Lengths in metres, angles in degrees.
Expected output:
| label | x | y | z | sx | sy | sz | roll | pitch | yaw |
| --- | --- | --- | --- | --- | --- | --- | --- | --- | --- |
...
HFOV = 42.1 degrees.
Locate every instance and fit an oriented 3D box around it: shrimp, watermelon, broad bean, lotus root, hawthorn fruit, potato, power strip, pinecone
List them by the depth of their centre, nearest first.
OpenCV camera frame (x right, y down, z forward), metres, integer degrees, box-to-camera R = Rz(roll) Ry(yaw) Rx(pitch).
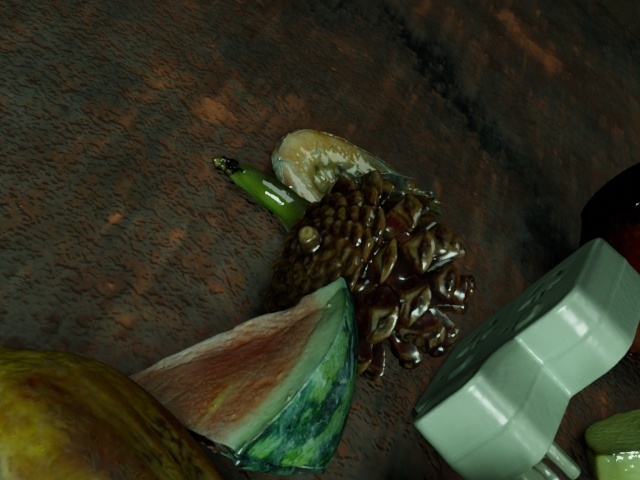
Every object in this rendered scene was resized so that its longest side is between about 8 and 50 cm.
| label | x | y | z | sx | sy | sz | roll | pitch | yaw |
| --- | --- | --- | --- | --- | --- | --- | --- | --- | --- |
| lotus root | -0.142 | 0.193 | 0.496 | 0.291 | 0.193 | 0.193 | 50 | 37 | 8 |
| watermelon | -0.052 | 0.139 | 0.631 | 0.136 | 0.202 | 0.207 | 64 | 20 | -6 |
| pinecone | 0.052 | 0.042 | 0.797 | 0.208 | 0.207 | 0.207 | 25 | 39 | -22 |
| power strip | 0.206 | 0.142 | 0.800 | 0.141 | 0.229 | 0.261 | 45 | 35 | 4 |
| broad bean | 0.001 | 0.000 | 0.922 | 0.297 | 0.043 | 0.060 | 45 | 47 | 6 |
| potato | 0.357 | 0.274 | 0.961 | 0.149 | 0.081 | 0.120 | -21 | 98 | -68 |
| shrimp | 0.051 | -0.057 | 1.028 | 0.251 | 0.052 | 0.143 | 15 | 53 | -20 |
| hawthorn fruit | 0.494 | 0.030 | 1.143 | 0.316 | 0.316 | 0.315 | 25 | 39 | -22 |
